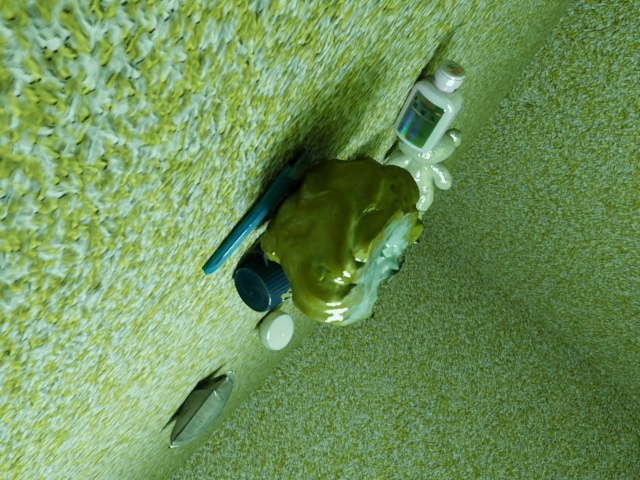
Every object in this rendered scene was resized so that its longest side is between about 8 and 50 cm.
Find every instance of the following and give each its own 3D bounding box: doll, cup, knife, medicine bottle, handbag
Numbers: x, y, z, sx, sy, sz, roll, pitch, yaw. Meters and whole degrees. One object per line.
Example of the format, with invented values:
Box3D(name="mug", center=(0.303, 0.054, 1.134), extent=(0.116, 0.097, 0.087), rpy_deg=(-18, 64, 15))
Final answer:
Box3D(name="doll", center=(0.275, -0.214, 1.416), extent=(0.175, 0.149, 0.278), rpy_deg=(-3, 131, -17))
Box3D(name="cup", center=(-0.096, 0.055, 1.075), extent=(0.155, 0.131, 0.176), rpy_deg=(-34, 133, -41))
Box3D(name="knife", center=(-0.111, -0.050, 0.873), extent=(0.296, 0.026, 0.044), rpy_deg=(-48, 166, 8))
Box3D(name="medicine bottle", center=(0.259, -0.313, 1.167), extent=(0.078, 0.115, 0.219), rpy_deg=(-40, 166, -34))
Box3D(name="handbag", center=(-0.379, 0.542, 1.629), extent=(0.270, 0.117, 0.182), rpy_deg=(-53, 177, 16))

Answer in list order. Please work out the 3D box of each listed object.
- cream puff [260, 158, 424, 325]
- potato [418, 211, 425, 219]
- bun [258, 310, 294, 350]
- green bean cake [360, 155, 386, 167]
Box3D(name="cream puff", center=(0.015, -0.023, 0.908), extent=(0.323, 0.270, 0.274), rpy_deg=(-56, 152, -16))
Box3D(name="potato", center=(0.221, -0.111, 1.582), extent=(0.239, 0.116, 0.299), rpy_deg=(23, 88, -36))
Box3D(name="bun", center=(-0.163, 0.299, 1.699), extent=(0.138, 0.094, 0.138), rpy_deg=(-24, 121, -47))
Box3D(name="green bean cake", center=(0.075, -0.075, 1.231), extent=(0.224, 0.131, 0.230), rpy_deg=(-43, 165, -38))
